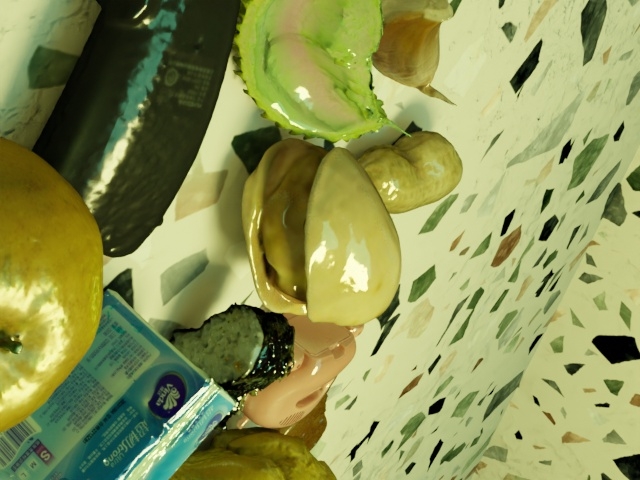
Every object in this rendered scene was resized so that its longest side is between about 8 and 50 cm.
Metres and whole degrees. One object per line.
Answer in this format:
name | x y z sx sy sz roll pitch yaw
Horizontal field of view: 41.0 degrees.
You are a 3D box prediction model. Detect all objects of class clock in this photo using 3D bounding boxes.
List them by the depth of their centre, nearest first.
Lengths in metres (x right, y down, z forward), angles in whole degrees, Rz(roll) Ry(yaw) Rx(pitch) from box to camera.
clock | -0.046 0.238 1.512 0.227 0.142 0.241 -20 141 -48

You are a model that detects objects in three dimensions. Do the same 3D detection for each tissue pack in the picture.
tissue pack | -0.271 0.229 1.062 0.263 0.198 0.146 -48 156 -12

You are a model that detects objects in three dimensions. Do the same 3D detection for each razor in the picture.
razor | -0.191 -0.132 0.871 0.189 0.107 0.327 -3 124 -59

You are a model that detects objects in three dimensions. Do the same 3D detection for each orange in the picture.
orange | -0.324 0.036 0.716 0.279 0.235 0.279 -30 133 -37

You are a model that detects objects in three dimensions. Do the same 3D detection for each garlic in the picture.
garlic | 0.130 -0.270 1.209 0.090 0.128 0.198 -58 155 -29

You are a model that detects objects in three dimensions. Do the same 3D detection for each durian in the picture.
durian | -0.002 -0.222 1.005 0.157 0.169 0.355 -50 156 -15

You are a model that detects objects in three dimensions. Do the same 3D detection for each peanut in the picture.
peanut | 0.142 -0.116 1.426 0.253 0.122 0.137 -22 140 -40

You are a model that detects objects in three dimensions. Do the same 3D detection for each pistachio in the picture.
pistachio | 0.000 0.000 1.216 0.321 0.229 0.238 67 37 -52

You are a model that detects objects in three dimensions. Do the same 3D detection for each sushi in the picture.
sushi | -0.133 0.185 1.235 0.212 0.147 0.115 -32 146 23

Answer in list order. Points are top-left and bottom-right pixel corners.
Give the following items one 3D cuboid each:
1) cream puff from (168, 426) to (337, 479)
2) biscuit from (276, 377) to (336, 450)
cream puff | -0.127 0.433 1.482 0.274 0.323 0.270 -74 155 -46
biscuit | -0.042 0.382 1.789 0.183 0.047 0.320 -22 139 -50
